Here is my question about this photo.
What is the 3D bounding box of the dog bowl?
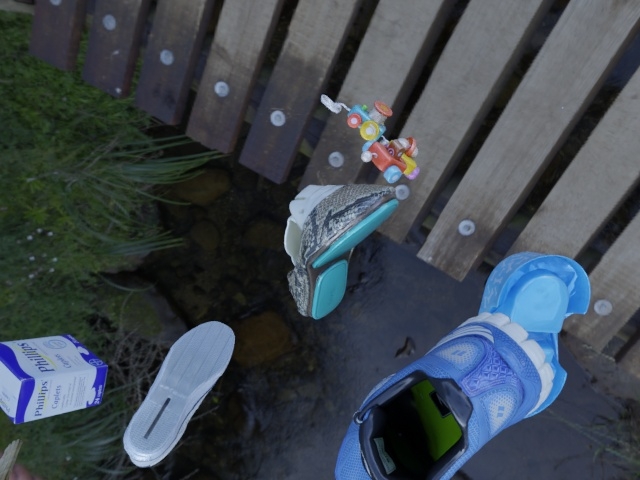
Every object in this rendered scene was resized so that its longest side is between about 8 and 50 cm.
[{"bbox_3d":[0.342,0.156,0.912,0.166,0.074,0.297,6,105,-14],"label":"dog bowl"}]

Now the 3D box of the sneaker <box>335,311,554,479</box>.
[{"bbox_3d":[0.080,0.198,0.553,0.130,0.147,0.330,53,138,25],"label":"sneaker"}]

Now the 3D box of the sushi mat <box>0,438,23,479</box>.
[{"bbox_3d":[-0.474,0.364,0.731,0.019,0.151,0.316,39,157,-15],"label":"sushi mat"}]

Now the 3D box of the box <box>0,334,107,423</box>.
[{"bbox_3d":[-0.435,0.212,0.847,0.126,0.137,0.072,22,102,35],"label":"box"}]

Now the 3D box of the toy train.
[{"bbox_3d":[0.074,-0.134,0.664,0.046,0.125,0.166,-47,54,22],"label":"toy train"}]

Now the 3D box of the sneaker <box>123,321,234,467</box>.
[{"bbox_3d":[-0.229,0.239,0.863,0.094,0.258,0.091,33,136,2],"label":"sneaker"}]

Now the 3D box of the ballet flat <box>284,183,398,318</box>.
[{"bbox_3d":[0.000,0.000,1.084,0.182,0.164,0.483,51,152,17],"label":"ballet flat"}]
